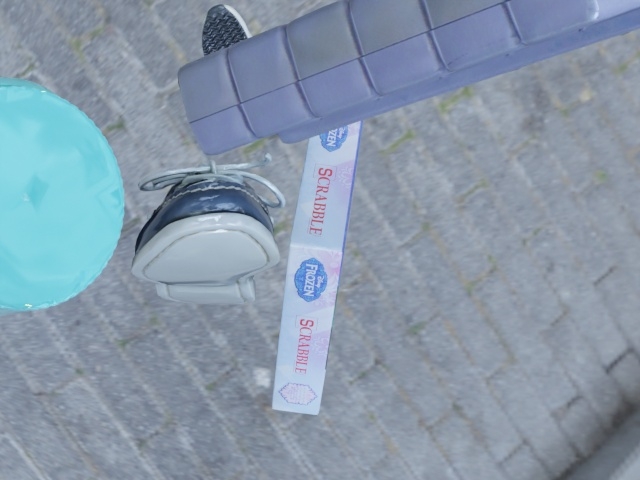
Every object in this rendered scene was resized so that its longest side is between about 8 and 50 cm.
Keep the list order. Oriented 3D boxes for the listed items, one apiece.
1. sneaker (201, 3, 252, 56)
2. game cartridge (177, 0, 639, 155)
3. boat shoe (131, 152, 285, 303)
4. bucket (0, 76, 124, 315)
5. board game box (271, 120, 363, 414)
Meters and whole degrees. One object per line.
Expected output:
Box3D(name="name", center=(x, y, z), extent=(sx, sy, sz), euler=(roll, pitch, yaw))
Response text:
Box3D(name="sneaker", center=(-0.095, -0.211, 1.502), extent=(0.057, 0.075, 0.161), euler=(-20, 125, 10))
Box3D(name="game cartridge", center=(0.124, -0.126, 0.671), extent=(0.355, 0.230, 0.068), euler=(-25, 102, -49))
Box3D(name="boat shoe", center=(-0.070, -0.009, 0.841), extent=(0.095, 0.254, 0.079), euler=(0, 80, 1))
Box3D(name="bucket", center=(-0.363, -0.041, 1.418), extent=(0.281, 0.183, 0.281), euler=(4, 83, -39))
Box3D(name="board game box", center=(0.000, 0.000, 1.629), extent=(0.066, 0.318, 0.318), euler=(9, 48, 1))
